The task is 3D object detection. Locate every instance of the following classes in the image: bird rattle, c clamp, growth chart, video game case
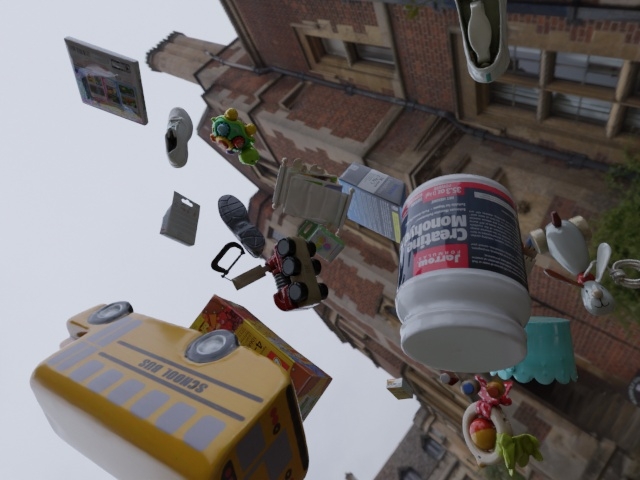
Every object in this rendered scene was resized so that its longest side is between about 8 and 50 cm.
[{"bbox_3d":[0.466,0.515,1.139,0.143,0.253,0.206,2,-44,-31],"label":"bird rattle"},{"bbox_3d":[-0.344,0.078,1.568,0.137,0.022,0.160,27,-76,-41],"label":"c clamp"},{"bbox_3d":[-0.021,-0.129,1.183,0.021,0.238,0.171,-94,26,-81],"label":"growth chart"},{"bbox_3d":[-0.436,-0.324,0.846,0.143,0.158,0.019,105,-172,-49],"label":"video game case"}]

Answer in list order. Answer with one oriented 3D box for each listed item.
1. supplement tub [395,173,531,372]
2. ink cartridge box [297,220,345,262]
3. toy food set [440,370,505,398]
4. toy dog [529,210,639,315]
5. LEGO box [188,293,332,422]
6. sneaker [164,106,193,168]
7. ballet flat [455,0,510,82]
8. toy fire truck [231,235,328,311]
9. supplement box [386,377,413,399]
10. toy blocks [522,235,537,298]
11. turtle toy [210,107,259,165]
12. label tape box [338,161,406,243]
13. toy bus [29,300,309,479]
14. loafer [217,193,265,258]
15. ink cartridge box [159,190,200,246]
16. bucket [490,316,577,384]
[{"bbox_3d":[0.219,0.047,0.652,0.191,0.192,0.272,64,-150,-48],"label":"supplement tub"},{"bbox_3d":[0.000,0.000,1.941,0.109,0.209,0.062,-50,9,22],"label":"ink cartridge box"},{"bbox_3d":[0.349,0.310,1.041,0.111,0.232,0.105,-41,-28,12],"label":"toy food set"},{"bbox_3d":[0.742,0.037,1.194,0.220,0.333,0.161,-40,-50,6],"label":"toy dog"},{"bbox_3d":[-0.273,0.463,1.113,0.499,0.373,0.193,-55,-26,-6],"label":"LEGO box"},{"bbox_3d":[-0.448,-0.337,1.275,0.094,0.080,0.211,75,-172,-72],"label":"sneaker"},{"bbox_3d":[0.386,-0.593,1.003,0.139,0.139,0.399,-22,-77,-39],"label":"ballet flat"},{"bbox_3d":[-0.132,0.125,1.263,0.247,0.216,0.159,-31,-24,36],"label":"toy fire truck"},{"bbox_3d":[0.286,0.535,1.481,0.098,0.062,0.036,49,-144,-33],"label":"supplement box"},{"bbox_3d":[0.673,0.028,1.588,0.260,0.382,0.191,-65,-17,3],"label":"toy blocks"},{"bbox_3d":[-0.183,-0.218,0.890,0.130,0.095,0.066,37,-117,-22],"label":"turtle toy"},{"bbox_3d":[0.241,-0.120,1.502,0.106,0.334,0.240,-49,-32,-20],"label":"label tape box"},{"bbox_3d":[-0.169,0.157,0.414,0.130,0.333,0.108,-37,-56,-48],"label":"toy bus"},{"bbox_3d":[-0.315,-0.052,1.601,0.109,0.302,0.095,-24,-31,-25],"label":"loafer"},{"bbox_3d":[-0.542,-0.082,1.595,0.145,0.045,0.179,35,-132,-53],"label":"ink cartridge box"},{"bbox_3d":[0.682,0.347,1.346,0.281,0.282,0.182,8,-101,-51],"label":"bucket"}]
